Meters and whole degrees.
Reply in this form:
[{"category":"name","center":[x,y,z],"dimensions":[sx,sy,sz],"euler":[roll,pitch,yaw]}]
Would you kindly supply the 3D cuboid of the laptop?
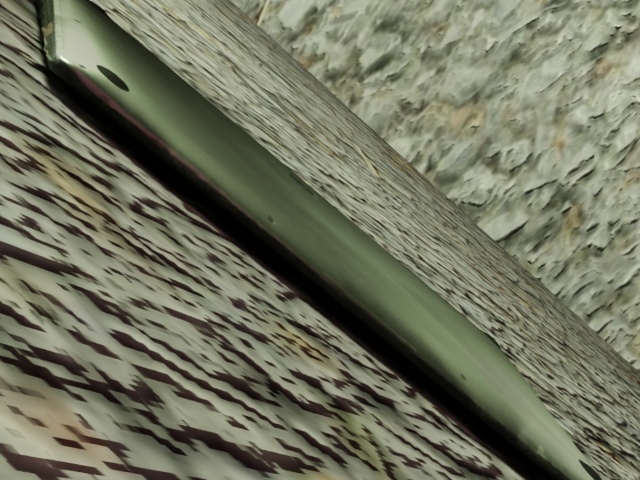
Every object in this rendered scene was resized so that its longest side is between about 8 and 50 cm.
[{"category":"laptop","center":[0.000,0.000,0.648],"dimensions":[0.269,0.015,0.187],"euler":[40,6,-18]}]
